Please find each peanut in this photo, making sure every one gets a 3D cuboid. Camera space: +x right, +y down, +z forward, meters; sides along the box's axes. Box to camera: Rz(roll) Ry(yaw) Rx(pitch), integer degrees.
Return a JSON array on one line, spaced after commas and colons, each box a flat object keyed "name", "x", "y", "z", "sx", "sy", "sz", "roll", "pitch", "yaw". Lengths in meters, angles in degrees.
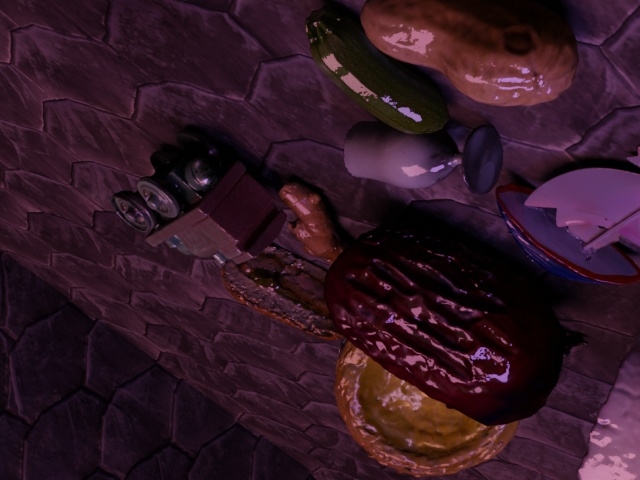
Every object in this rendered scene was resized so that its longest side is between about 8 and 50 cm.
[{"name": "peanut", "x": 0.152, "y": -0.210, "z": 1.342, "sx": 0.236, "sy": 0.120, "sz": 0.110, "roll": 19, "pitch": 180, "yaw": 13}]

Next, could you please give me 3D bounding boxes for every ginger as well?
[{"name": "ginger", "x": 0.000, "y": 0.000, "z": 2.128, "sx": 0.089, "sy": 0.075, "sz": 0.288, "roll": -5, "pitch": 144, "yaw": 17}]

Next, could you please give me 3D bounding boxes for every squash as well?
[{"name": "squash", "x": 0.065, "y": -0.198, "z": 1.554, "sx": 0.219, "sy": 0.077, "sz": 0.068, "roll": 39, "pitch": -162, "yaw": -23}]

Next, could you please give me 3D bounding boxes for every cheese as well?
[{"name": "cheese", "x": 0.471, "y": 0.274, "z": 1.779, "sx": 0.153, "sy": 0.332, "sz": 0.292, "roll": 23, "pitch": -162, "yaw": 21}]

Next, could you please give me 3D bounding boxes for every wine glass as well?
[{"name": "wine glass", "x": 0.127, "y": -0.110, "z": 1.658, "sx": 0.202, "sy": 0.093, "sz": 0.093, "roll": 9, "pitch": 153, "yaw": 42}]

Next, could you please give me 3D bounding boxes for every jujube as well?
[{"name": "jujube", "x": 0.191, "y": 0.122, "z": 1.942, "sx": 0.377, "sy": 0.258, "sz": 0.258, "roll": 38, "pitch": 162, "yaw": 11}]

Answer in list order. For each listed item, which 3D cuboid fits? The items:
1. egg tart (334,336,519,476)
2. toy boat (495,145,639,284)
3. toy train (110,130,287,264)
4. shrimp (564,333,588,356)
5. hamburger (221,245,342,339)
[{"name": "egg tart", "x": 0.190, "y": 0.237, "z": 2.218, "sx": 0.345, "sy": 0.345, "sz": 0.132, "roll": 28, "pitch": -162, "yaw": 1}, {"name": "toy boat", "x": 0.325, "y": -0.037, "z": 1.621, "sx": 0.219, "sy": 0.072, "sz": 0.318, "roll": 20, "pitch": 156, "yaw": 13}, {"name": "toy train", "x": -0.205, "y": -0.053, "z": 2.124, "sx": 0.221, "sy": 0.150, "sz": 0.304, "roll": 43, "pitch": 156, "yaw": -13}, {"name": "shrimp", "x": 0.282, "y": 0.131, "z": 2.061, "sx": 0.262, "sy": 0.051, "sz": 0.198, "roll": -11, "pitch": 112, "yaw": 22}, {"name": "hamburger", "x": -0.057, "y": 0.102, "z": 2.375, "sx": 0.262, "sy": 0.124, "sz": 0.131, "roll": 28, "pitch": 161, "yaw": 5}]
